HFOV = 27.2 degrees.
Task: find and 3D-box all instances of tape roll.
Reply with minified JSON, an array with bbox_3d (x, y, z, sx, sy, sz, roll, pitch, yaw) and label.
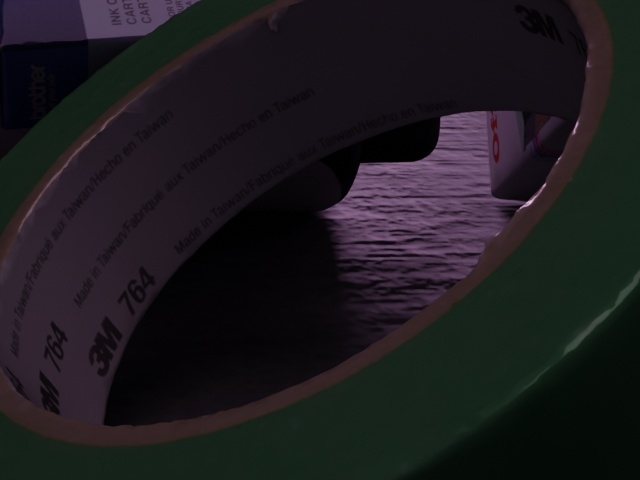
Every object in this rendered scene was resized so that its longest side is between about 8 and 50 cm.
[{"bbox_3d":[0.000,0.000,0.464,0.321,0.077,0.321,-22,34,16],"label":"tape roll"}]

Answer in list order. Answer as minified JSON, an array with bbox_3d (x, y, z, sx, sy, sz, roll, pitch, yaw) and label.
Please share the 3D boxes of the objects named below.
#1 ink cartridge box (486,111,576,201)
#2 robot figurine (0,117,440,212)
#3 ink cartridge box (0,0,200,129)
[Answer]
[{"bbox_3d":[0.174,-0.147,0.734,0.117,0.201,0.278,0,-11,-6],"label":"ink cartridge box"},{"bbox_3d":[-0.071,-0.103,0.772,0.278,0.173,0.209,-1,-21,-10],"label":"robot figurine"},{"bbox_3d":[-0.066,-0.147,0.664,0.311,0.065,0.185,-8,53,-14],"label":"ink cartridge box"}]
